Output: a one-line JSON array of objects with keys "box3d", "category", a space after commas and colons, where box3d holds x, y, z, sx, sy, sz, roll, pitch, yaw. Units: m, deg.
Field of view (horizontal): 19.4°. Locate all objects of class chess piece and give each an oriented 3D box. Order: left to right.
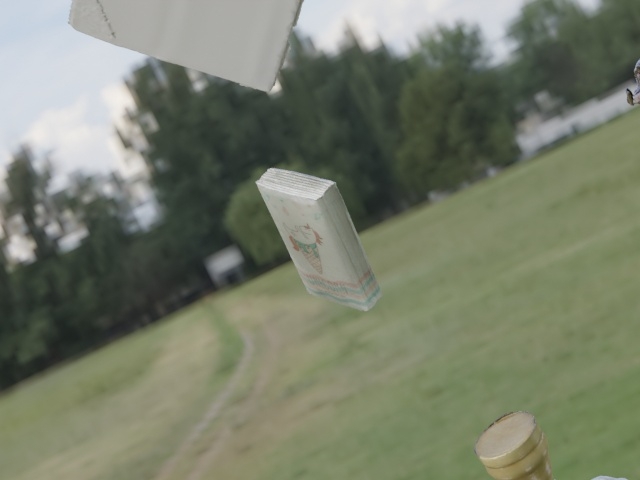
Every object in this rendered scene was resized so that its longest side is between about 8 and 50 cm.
[{"box3d": [0.200, 0.223, 1.731, 0.066, 0.122, 0.066, -30, 22, 13], "category": "chess piece"}]

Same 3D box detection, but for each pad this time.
[{"box3d": [-0.080, -0.191, 1.231, 0.232, 0.156, 0.004, 112, 175, -52], "category": "pad"}]

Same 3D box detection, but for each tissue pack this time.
[{"box3d": [0.000, 0.000, 1.227, 0.056, 0.108, 0.023, 14, 53, 38], "category": "tissue pack"}]

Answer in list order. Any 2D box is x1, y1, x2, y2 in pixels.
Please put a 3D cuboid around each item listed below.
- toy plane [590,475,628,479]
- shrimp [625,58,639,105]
[{"box3d": [0.161, 0.259, 1.158, 0.245, 0.117, 0.245, -52, 18, 25], "category": "toy plane"}, {"box3d": [0.350, -0.159, 1.895, 0.075, 0.073, 0.190, -57, -17, 7], "category": "shrimp"}]
